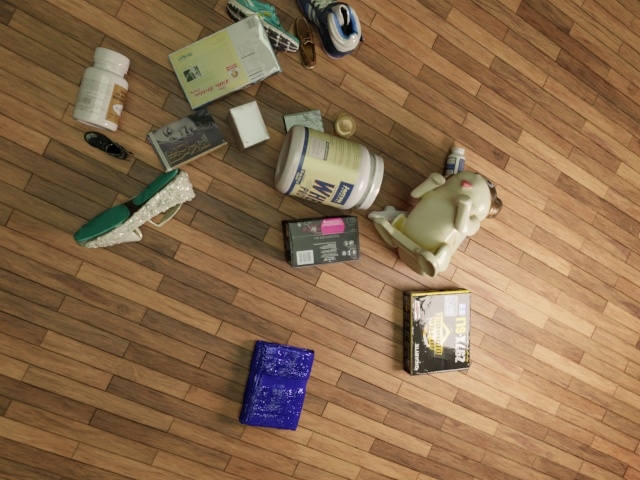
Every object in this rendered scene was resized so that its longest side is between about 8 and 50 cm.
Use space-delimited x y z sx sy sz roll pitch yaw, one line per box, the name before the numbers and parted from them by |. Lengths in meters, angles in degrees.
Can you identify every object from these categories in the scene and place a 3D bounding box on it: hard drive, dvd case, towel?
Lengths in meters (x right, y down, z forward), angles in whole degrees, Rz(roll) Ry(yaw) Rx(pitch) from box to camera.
hard drive | -0.059 -0.409 1.709 0.135 0.022 0.094 -13 98 -13
dvd case | -0.440 -0.333 1.576 0.221 0.018 0.164 -28 69 -10
towel | -0.155 0.529 1.732 0.228 0.076 0.308 13 91 -14

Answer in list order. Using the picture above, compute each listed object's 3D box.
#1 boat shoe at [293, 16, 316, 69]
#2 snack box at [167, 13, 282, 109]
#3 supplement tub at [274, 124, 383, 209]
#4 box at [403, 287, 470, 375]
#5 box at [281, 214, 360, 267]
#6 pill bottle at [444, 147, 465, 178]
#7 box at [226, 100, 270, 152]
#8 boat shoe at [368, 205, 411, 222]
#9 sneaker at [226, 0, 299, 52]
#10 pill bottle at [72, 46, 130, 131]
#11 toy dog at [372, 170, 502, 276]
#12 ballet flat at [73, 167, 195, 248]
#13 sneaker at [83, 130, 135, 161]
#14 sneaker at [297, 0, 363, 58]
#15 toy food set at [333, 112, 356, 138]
boat shoe | -0.047 -0.693 1.670 0.064 0.060 0.178 -15 98 -13
snack box | -0.310 -0.577 1.564 0.322 0.060 0.187 -22 100 7
supplement tub | 0.026 -0.240 1.635 0.325 0.235 0.235 14 91 -15
box | 0.456 0.353 1.878 0.257 0.079 0.322 -2 95 -16
box | 0.000 0.000 1.697 0.247 0.142 0.163 -6 97 -13
pill bottle | 0.520 -0.294 1.847 0.067 0.067 0.120 10 92 -15
box | -0.242 -0.373 1.588 0.091 0.170 0.130 -23 100 -12
boat shoe | 0.265 -0.097 1.800 0.184 0.066 0.063 7 83 -14
sneaker | -0.180 -0.743 1.614 0.275 0.107 0.110 34 77 -15
pill bottle | -0.673 -0.467 1.488 0.131 0.131 0.229 15 91 -15
toy dog | 0.459 -0.070 1.704 0.408 0.284 0.395 -46 139 -5
ballet flat | -0.581 -0.076 1.549 0.409 0.147 0.147 -36 102 -10
sneaker | -0.672 -0.300 1.523 0.170 0.089 0.051 29 87 -15
sneaker | 0.034 -0.779 1.593 0.130 0.236 0.322 -28 101 -11
toy food set | 0.088 -0.416 1.749 0.083 0.020 0.082 30 87 -15
